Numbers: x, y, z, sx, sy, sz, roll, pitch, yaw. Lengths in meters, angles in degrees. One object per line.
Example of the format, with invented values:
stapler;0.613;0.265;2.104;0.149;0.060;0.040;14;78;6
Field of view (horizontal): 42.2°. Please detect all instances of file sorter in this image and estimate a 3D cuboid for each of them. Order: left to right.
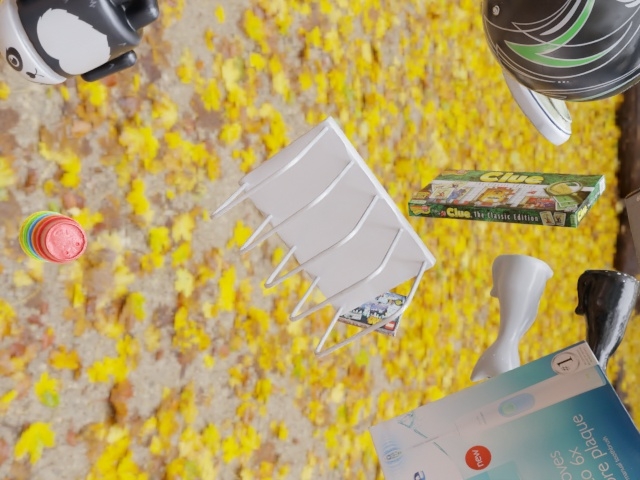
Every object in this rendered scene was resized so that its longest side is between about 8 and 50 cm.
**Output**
file sorter;0.000;0.000;1.230;0.277;0.193;0.173;53;30;-9

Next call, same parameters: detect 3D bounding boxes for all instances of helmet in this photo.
helmet;0.241;-0.211;0.778;0.169;0.161;0.169;30;31;-20

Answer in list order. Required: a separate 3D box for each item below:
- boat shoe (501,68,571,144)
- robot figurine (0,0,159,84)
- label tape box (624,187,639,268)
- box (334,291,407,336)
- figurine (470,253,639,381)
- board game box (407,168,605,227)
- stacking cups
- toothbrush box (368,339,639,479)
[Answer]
boat shoe;0.397;-0.315;1.532;0.109;0.094;0.302;15;48;-47
robot figurine;-0.412;-0.373;1.402;0.173;0.278;0.209;-74;141;-72
label tape box;0.455;0.102;0.828;0.241;0.106;0.333;7;66;-26
box;0.111;0.148;1.802;0.027;0.137;0.094;77;31;-55
figurine;0.338;0.139;1.219;0.092;0.215;0.209;37;68;-57
board game box;0.275;-0.066;1.237;0.136;0.260;0.030;-37;124;-47
stacking cups;-0.447;-0.009;1.377;0.096;0.316;0.096;0;90;-22
toothbrush box;0.235;0.285;0.999;0.126;0.296;0.216;61;9;-46
